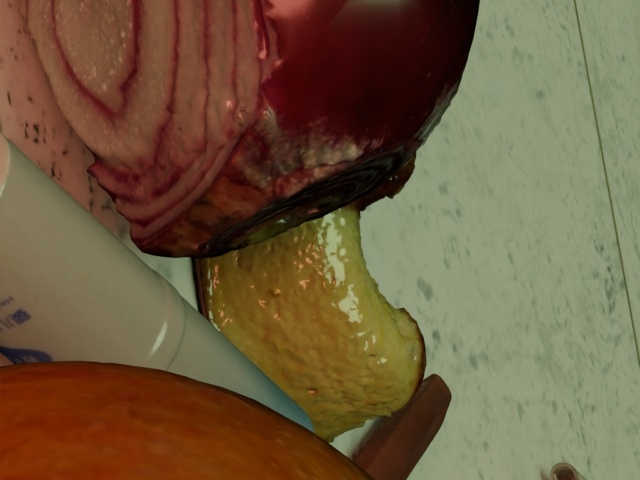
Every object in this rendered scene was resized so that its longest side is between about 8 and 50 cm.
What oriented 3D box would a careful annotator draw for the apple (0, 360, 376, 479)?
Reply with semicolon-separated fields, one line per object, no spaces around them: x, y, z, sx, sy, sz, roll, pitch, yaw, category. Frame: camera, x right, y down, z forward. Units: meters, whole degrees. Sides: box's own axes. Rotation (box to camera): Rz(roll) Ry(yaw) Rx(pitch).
-0.064;0.242;0.596;0.400;0.333;0.400;30;53;-52;apple

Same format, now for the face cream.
-0.098;0.048;0.886;0.250;0.077;0.077;45;41;-40;face cream

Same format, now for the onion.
-0.013;-0.122;0.920;0.207;0.206;0.216;-11;71;-49;onion

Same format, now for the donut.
-0.001;0.002;1.071;0.141;0.085;0.217;17;64;-57;donut

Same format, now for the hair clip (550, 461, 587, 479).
0.226;0.253;1.407;0.226;0.034;0.072;66;30;-16;hair clip

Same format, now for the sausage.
0.046;0.128;1.148;0.147;0.035;0.030;-45;116;-55;sausage
